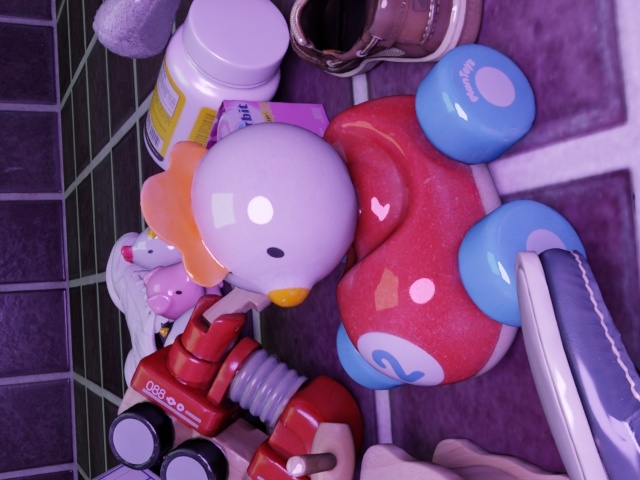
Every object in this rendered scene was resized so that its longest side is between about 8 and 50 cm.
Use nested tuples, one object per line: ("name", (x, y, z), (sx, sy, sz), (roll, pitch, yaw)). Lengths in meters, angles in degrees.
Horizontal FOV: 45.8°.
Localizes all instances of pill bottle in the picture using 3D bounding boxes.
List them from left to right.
("pill bottle", (-0.112, -0.160, 0.801), (0.208, 0.119, 0.119), (131, 131, -56))

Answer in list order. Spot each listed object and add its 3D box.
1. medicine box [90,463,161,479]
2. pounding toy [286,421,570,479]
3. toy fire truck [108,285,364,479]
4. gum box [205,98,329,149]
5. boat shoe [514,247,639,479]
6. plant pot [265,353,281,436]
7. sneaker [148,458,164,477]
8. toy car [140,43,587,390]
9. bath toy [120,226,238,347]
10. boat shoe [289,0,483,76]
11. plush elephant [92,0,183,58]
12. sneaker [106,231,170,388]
("medicine box", (-0.201, 0.469, 0.938), (0.289, 0.149, 0.264), (25, 118, 30))
("pounding toy", (0.054, 0.218, 0.504), (0.269, 0.154, 0.154), (174, 98, -64))
("toy fire truck", (-0.044, 0.123, 0.712), (0.217, 0.158, 0.246), (30, 107, 14))
("gum box", (-0.069, -0.060, 0.796), (0.188, 0.107, 0.062), (122, 138, -50))
("boat shoe", (0.158, 0.116, 0.343), (0.095, 0.079, 0.255), (39, -148, -69))
("plant pot", (-0.076, 0.209, 0.846), (0.096, 0.109, 0.109), (42, 130, 41))
("sneaker", (-0.194, 0.354, 1.071), (0.107, 0.124, 0.283), (-158, 68, -63))
("toy car", (0.000, 0.000, 0.504), (0.219, 0.237, 0.210), (136, 127, -58))
("bath toy", (-0.187, 0.095, 1.034), (0.348, 0.129, 0.151), (-115, 33, -40))
("boat shoe", (0.019, -0.186, 0.614), (0.257, 0.095, 0.095), (-164, 73, -63))
("plush elephant", (-0.188, -0.380, 0.648), (0.330, 0.272, 0.255), (-45, 68, 12))
("sneaker", (-0.267, 0.111, 1.258), (0.152, 0.114, 0.305), (-41, 59, 42))
